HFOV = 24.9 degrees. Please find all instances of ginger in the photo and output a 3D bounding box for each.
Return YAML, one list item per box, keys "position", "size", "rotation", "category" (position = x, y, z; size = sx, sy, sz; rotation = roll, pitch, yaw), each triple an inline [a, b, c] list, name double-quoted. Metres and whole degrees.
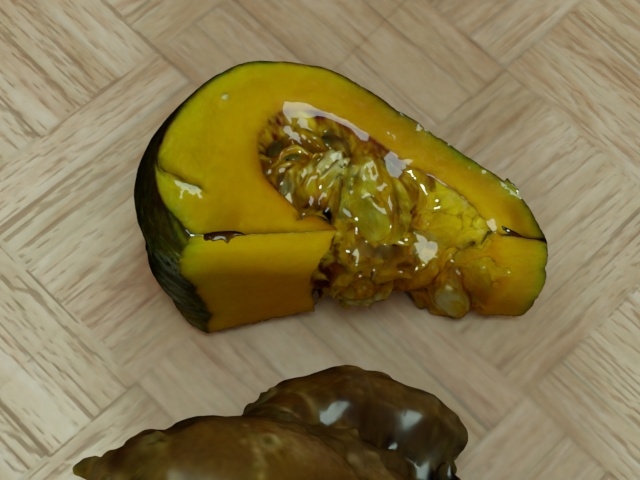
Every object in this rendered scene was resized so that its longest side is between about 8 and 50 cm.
- position: [0.031, 0.222, 0.903]
  size: [0.357, 0.152, 0.274]
  rotation: [42, 40, 25]
  category: "ginger"

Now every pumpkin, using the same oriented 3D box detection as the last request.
- position: [0.000, -0.001, 1.022]
  size: [0.280, 0.139, 0.190]
  rotation: [36, 62, 15]
  category: "pumpkin"
